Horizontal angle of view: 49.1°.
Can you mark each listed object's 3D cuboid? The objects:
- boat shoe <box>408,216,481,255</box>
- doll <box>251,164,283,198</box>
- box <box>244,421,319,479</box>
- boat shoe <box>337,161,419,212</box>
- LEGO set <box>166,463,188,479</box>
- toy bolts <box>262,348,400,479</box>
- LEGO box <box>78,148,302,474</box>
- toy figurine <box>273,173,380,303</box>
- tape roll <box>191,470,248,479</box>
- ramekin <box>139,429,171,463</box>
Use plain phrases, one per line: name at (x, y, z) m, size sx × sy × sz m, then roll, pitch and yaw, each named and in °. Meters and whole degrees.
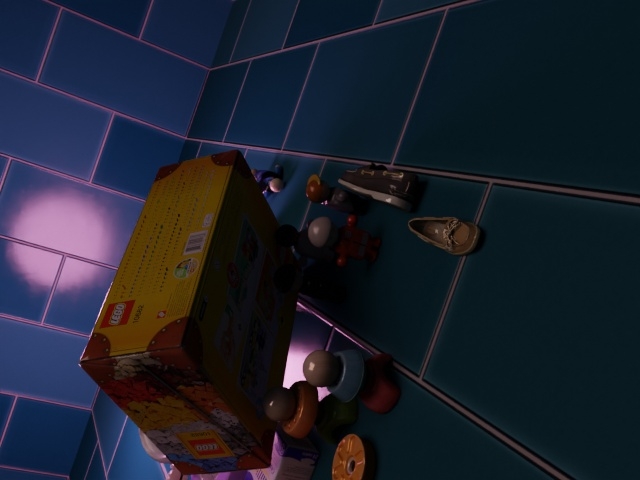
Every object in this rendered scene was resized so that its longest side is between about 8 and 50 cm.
boat shoe at (0.196, -0.013, 1.118) m, size 0.153 × 0.048 × 0.056 m, roll 26°, pitch 96°, yaw 66°
doll at (-0.153, -0.157, 1.958) m, size 0.189 × 0.046 × 0.129 m, roll 15°, pitch 77°, yaw 59°
box at (-0.076, 0.434, 1.344) m, size 0.126 × 0.072 × 0.137 m, roll 28°, pitch 99°, yaw 66°
boat shoe at (0.111, -0.110, 1.337) m, size 0.228 × 0.081 × 0.068 m, roll 27°, pitch 95°, yaw 58°
LEGO set at (-0.341, 0.592, 1.517) m, size 0.087 × 0.093 × 0.227 m, roll -31°, pitch 40°, yaw 63°
toy bolts at (0.012, 0.285, 1.158) m, size 0.228 × 0.159 × 0.218 m, roll -58°, pitch 28°, yaw 28°
LEGO box at (-0.209, 0.129, 1.357) m, size 0.193 × 0.372 × 0.500 m, roll -10°, pitch 42°, yaw 17°
toy figurine at (0.000, 0.000, 1.401) m, size 0.213 × 0.148 × 0.209 m, roll -54°, pitch 29°, yaw 34°
tape roll at (-0.195, 0.453, 1.563) m, size 0.275 × 0.090 × 0.274 m, roll -43°, pitch 37°, yaw 46°
ramekin at (-0.372, 0.473, 1.797) m, size 0.207 × 0.109 × 0.207 m, roll -8°, pitch 78°, yaw 38°
